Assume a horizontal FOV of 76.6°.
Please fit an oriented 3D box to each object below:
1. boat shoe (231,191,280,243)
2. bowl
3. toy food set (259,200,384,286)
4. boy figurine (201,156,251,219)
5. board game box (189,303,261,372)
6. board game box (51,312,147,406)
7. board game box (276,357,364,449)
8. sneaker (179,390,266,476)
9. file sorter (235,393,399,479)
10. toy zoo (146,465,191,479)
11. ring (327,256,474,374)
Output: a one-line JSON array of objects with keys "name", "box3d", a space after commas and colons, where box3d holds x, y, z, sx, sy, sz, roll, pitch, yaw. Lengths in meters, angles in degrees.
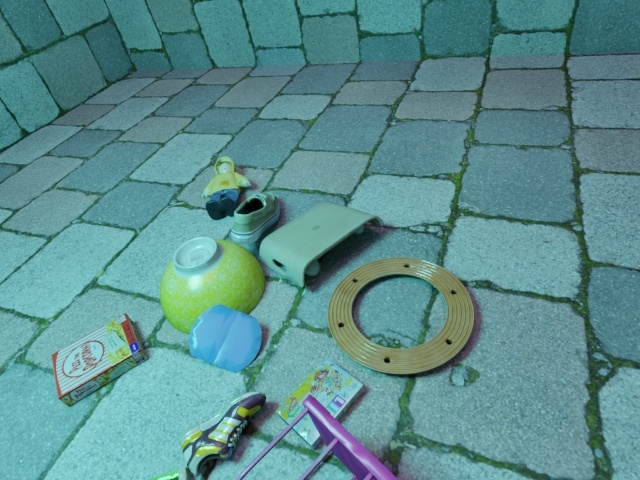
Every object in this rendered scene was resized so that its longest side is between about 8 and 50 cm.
[{"name": "boat shoe", "box3d": [-0.188, -0.093, 1.241, 0.109, 0.094, 0.302, 12, 29, 3]}, {"name": "bowl", "box3d": [-0.306, 0.084, 1.076, 0.289, 0.156, 0.289, -8, 41, 7]}, {"name": "toy food set", "box3d": [0.000, 0.000, 1.158, 0.306, 0.092, 0.219, -34, 34, -25]}, {"name": "boy figurine", "box3d": [-0.332, -0.196, 1.444, 0.177, 0.092, 0.285, -11, 44, 6]}, {"name": "board game box", "box3d": [-0.223, 0.233, 0.967, 0.168, 0.033, 0.133, 19, 66, 5]}, {"name": "board game box", "box3d": [-0.542, 0.286, 0.993, 0.193, 0.045, 0.146, -31, 44, -20]}, {"name": "board game box", "box3d": [0.001, 0.326, 0.825, 0.103, 0.026, 0.154, 27, 55, 36]}, {"name": "sneaker", "box3d": [-0.177, 0.376, 0.793, 0.185, 0.070, 0.084, -32, 53, -12]}, {"name": "file sorter", "box3d": [0.039, 0.421, 0.584, 0.182, 0.202, 0.290, -40, 48, -23]}, {"name": "toy zoo", "box3d": [-0.362, 0.533, 0.684, 0.293, 0.030, 0.192, -19, 42, -6]}, {"name": "ring", "box3d": [0.184, 0.166, 0.955, 0.336, 0.032, 0.337, -8, 42, 7]}]
